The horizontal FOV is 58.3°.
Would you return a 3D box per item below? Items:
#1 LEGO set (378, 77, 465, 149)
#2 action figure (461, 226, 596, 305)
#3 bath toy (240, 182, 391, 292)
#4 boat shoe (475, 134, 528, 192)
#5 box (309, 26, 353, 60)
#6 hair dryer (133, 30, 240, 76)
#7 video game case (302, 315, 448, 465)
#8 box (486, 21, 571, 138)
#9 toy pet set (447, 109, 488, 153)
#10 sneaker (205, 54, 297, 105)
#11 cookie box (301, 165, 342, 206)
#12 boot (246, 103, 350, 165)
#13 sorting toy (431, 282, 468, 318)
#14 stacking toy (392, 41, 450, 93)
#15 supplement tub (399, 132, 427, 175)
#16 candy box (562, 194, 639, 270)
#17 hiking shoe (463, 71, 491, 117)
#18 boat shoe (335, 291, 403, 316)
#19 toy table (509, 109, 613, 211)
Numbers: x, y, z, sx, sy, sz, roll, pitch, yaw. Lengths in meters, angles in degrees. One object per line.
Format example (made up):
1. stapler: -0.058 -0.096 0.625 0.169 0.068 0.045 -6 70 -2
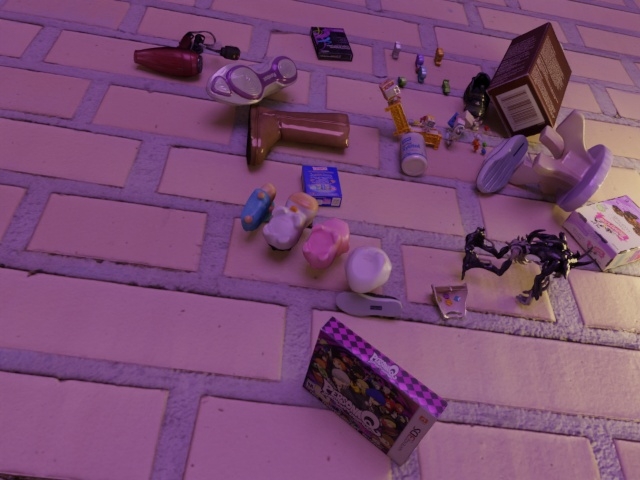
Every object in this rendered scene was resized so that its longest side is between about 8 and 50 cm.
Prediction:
1. LEGO set: 0.260 -0.356 1.614 0.287 0.132 0.107 26 39 -20
2. action figure: 0.467 0.048 1.306 0.276 0.140 0.164 7 44 14
3. bath toy: 0.000 0.000 1.252 0.348 0.129 0.151 30 75 16
4. boat shoe: 0.486 -0.205 1.577 0.226 0.076 0.083 -41 111 -25
5. box: 0.036 -0.649 1.889 0.116 0.029 0.162 -2 51 -15
6. hair dryer: -0.404 -0.545 1.689 0.294 0.080 0.224 -20 40 -33
7. video game case: 0.081 0.262 0.980 0.232 0.210 0.042 36 51 17
8. box: 0.649 -0.494 1.764 0.191 0.143 0.381 55 47 -21
9. toy pet set: 0.431 -0.316 1.682 0.114 0.065 0.122 41 47 -24
10. sneaker: -0.198 -0.418 1.565 0.305 0.152 0.114 -28 100 -44
11. cookie box: 0.002 -0.135 1.423 0.092 0.040 0.107 2 49 -11
12. boot: -0.055 -0.274 1.502 0.270 0.089 0.236 6 49 -10
13. sorting toy: 0.284 0.135 1.254 0.083 0.045 0.075 -1 57 -14
14. stacking toy: 0.329 -0.566 1.867 0.167 0.052 0.221 5 49 -8
15. supplement tub: 0.250 -0.232 1.545 0.071 0.071 0.107 8 48 -6
16. candy box: 0.759 -0.023 1.475 0.196 0.070 0.164 -13 53 -23
17. hiking shoe: 0.495 -0.463 1.759 0.086 0.114 0.227 17 36 2
18. boat shoe: 0.102 0.133 1.213 0.142 0.049 0.040 9 14 1
19. toy table: 0.642 -0.204 1.516 0.161 0.252 0.274 37 29 0
